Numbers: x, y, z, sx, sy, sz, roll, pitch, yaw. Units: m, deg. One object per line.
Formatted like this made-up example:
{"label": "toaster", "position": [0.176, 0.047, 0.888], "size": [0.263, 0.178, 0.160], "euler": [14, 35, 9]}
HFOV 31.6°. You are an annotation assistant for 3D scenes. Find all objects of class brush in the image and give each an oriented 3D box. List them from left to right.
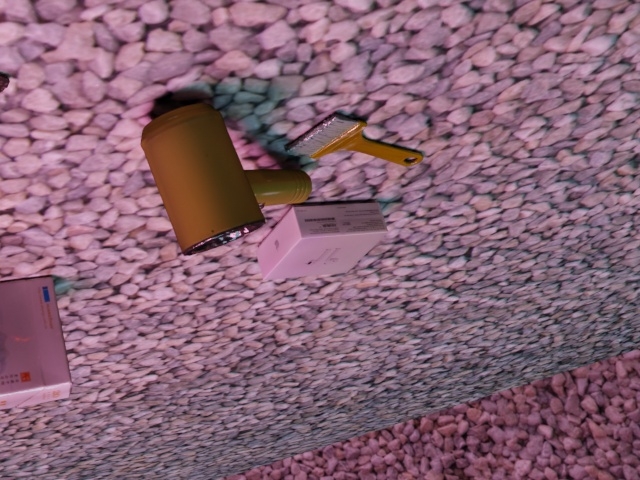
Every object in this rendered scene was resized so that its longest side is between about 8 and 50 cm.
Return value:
{"label": "brush", "position": [0.055, -0.109, 1.323], "size": [0.083, 0.011, 0.205], "euler": [-32, 154, 35]}

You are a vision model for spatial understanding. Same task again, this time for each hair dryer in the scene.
{"label": "hair dryer", "position": [-0.084, -0.067, 1.212], "size": [0.090, 0.135, 0.279], "euler": [-25, 174, 22]}

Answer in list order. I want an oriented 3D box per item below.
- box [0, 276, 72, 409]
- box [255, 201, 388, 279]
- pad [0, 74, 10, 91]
{"label": "box", "position": [-0.434, 0.135, 1.389], "size": [0.233, 0.149, 0.067], "euler": [-7, 160, -21]}
{"label": "box", "position": [0.000, 0.000, 1.494], "size": [0.130, 0.051, 0.129], "euler": [-3, 155, -28]}
{"label": "pad", "position": [-0.462, -0.089, 1.014], "size": [0.330, 0.004, 0.220], "euler": [-30, 154, 31]}
